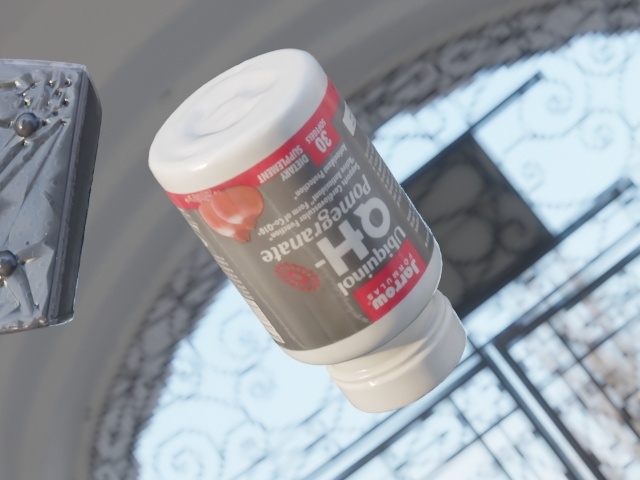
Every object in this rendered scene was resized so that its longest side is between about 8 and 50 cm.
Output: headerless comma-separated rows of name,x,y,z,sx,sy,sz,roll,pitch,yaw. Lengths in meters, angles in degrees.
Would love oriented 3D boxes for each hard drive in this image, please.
hard drive,-0.249,-0.019,1.110,0.254,0.172,0.054,-1,-17,24

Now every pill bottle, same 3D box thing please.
pill bottle,0.000,0.000,1.691,0.176,0.318,0.176,-28,26,15
